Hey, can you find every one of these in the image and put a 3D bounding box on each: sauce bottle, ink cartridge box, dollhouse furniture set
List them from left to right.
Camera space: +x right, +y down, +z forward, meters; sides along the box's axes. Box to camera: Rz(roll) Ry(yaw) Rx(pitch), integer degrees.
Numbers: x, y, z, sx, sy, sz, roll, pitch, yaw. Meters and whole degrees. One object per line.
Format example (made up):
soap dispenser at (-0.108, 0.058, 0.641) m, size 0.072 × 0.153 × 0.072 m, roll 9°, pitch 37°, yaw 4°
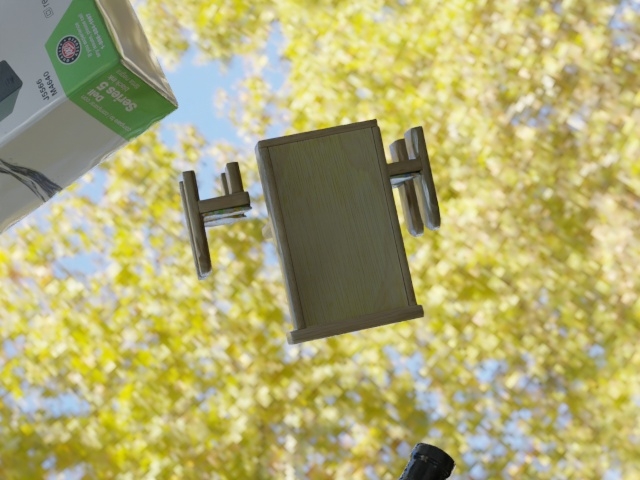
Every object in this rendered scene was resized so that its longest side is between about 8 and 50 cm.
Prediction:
ink cartridge box at (-0.302, -0.143, 1.450) m, size 0.273 × 0.198 × 0.115 m, roll -34°, pitch -30°, yaw 11°
dollhouse furniture set at (0.000, 0.000, 1.286) m, size 0.212 × 0.242 × 0.161 m, roll -11°, pitch -93°, yaw -7°
sauce bottle at (0.034, 0.170, 0.828) m, size 0.128 × 0.042 × 0.042 m, roll -60°, pitch -39°, yaw -25°
